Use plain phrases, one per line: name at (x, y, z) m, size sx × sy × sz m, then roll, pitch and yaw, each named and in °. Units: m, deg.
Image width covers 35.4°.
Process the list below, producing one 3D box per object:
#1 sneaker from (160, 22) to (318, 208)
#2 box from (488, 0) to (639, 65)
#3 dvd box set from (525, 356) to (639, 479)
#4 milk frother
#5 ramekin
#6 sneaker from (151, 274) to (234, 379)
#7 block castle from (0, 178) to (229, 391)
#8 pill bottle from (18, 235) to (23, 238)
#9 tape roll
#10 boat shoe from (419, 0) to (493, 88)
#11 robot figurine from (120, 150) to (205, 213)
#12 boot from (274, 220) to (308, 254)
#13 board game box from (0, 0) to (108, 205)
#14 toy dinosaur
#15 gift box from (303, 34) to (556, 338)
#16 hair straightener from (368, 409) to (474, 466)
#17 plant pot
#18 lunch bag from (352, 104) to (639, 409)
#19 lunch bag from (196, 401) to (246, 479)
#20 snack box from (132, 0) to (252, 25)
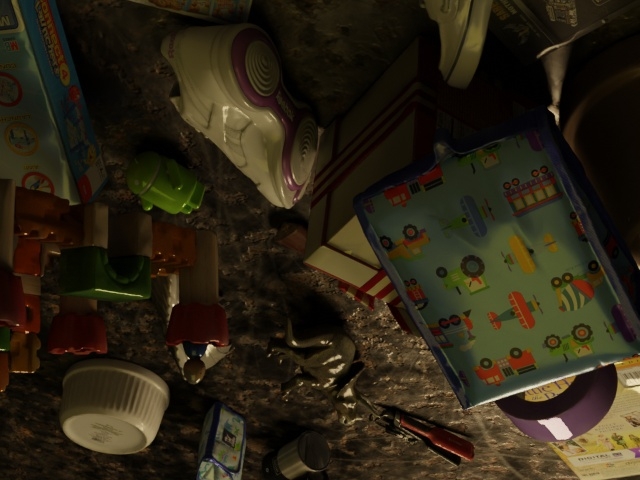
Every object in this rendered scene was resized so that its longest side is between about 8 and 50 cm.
sneaker at (-0.098, -0.160, 1.268) m, size 0.152 × 0.114 × 0.305 m, roll 10°, pitch 146°, yaw 27°
box at (0.225, -0.306, 1.044) m, size 0.183 × 0.056 × 0.231 m, roll -26°, pitch 131°, yaw 37°
dvd box set at (0.530, 0.299, 1.774) m, size 0.308 × 0.062 × 0.420 m, roll -18°, pitch 136°, yaw 29°
milk frother at (-0.021, 0.461, 2.059) m, size 0.143 × 0.129 × 0.135 m, roll -19°, pitch 167°, yaw -46°
ramekin at (-0.398, 0.323, 1.914) m, size 0.207 × 0.109 × 0.207 m, roll 4°, pitch 143°, yaw 3°
sneaker at (-0.209, 0.105, 1.639) m, size 0.115 × 0.105 × 0.281 m, roll -24°, pitch 140°, yaw -16°
block castle at (-0.350, 0.078, 1.233) m, size 0.303 × 0.212 × 0.453 m, roll -6°, pitch 169°, yaw 28°
pill bottle at (-0.428, -0.066, 1.405) m, size 0.121 × 0.121 × 0.216 m, roll 27°, pitch 138°, yaw -24°
tape roll at (0.367, 0.218, 1.590) m, size 0.189 × 0.189 × 0.080 m, roll -18°, pitch 136°, yaw 29°
boat shoe at (0.134, -0.268, 1.000) m, size 0.084 × 0.095 × 0.258 m, roll 9°, pitch 133°, yaw 5°
robot figurine at (-0.219, -0.081, 1.396) m, size 0.115 × 0.067 × 0.101 m, roll 30°, pitch 149°, yaw -26°
boot at (0.000, 0.000, 1.496) m, size 0.114 × 0.037 × 0.106 m, roll 38°, pitch 131°, yaw -27°
board game box at (-0.447, -0.176, 1.209) m, size 0.308 × 0.086 × 0.302 m, roll -3°, pitch 120°, yaw 13°
toy dinosaur at (-0.002, 0.191, 1.702) m, size 0.160 × 0.121 × 0.313 m, roll -11°, pitch 136°, yaw 3°
gift box at (0.144, -0.042, 1.239) m, size 0.276 × 0.255 × 0.258 m, roll 30°, pitch 135°, yaw -18°
hair straightener at (0.185, 0.388, 1.954) m, size 0.230 × 0.047 × 0.089 m, roll 24°, pitch 139°, yaw -21°
plant pot at (0.420, -0.079, 1.168) m, size 0.263 × 0.229 × 0.263 m, roll 3°, pitch 142°, yaw 3°
lunch bag at (0.186, 0.009, 1.056) m, size 0.221 × 0.138 × 0.293 m, roll -23°, pitch 118°, yaw 24°
lunch bag at (-0.198, 0.409, 1.975) m, size 0.096 × 0.129 × 0.151 m, roll -1°, pitch 140°, yaw 8°
snack box at (-0.166, -0.293, 1.151) m, size 0.178 × 0.022 × 0.064 m, roll 13°, pitch 141°, yaw -8°
